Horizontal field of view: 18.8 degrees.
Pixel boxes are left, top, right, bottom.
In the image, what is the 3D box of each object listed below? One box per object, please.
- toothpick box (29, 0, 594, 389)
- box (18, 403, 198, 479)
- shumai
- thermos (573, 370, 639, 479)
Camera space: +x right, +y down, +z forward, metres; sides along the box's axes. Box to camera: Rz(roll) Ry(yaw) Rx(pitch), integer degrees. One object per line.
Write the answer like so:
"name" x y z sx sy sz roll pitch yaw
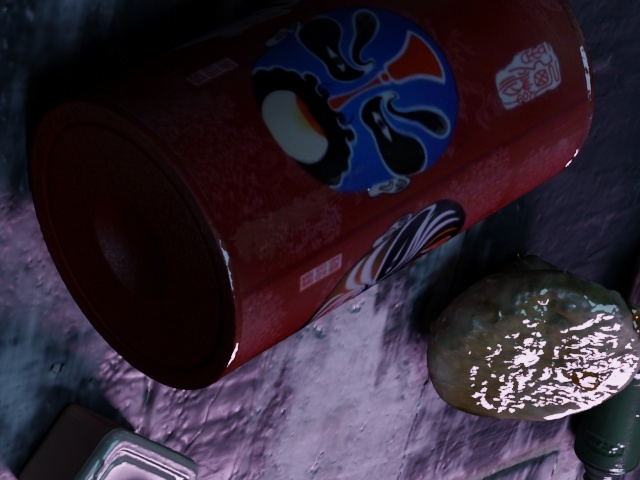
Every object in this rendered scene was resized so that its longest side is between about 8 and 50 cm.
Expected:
"toothpick box" 0.000 -0.064 1.283 0.333 0.204 0.204 -31 138 -35
"box" -0.156 0.173 1.401 0.089 0.062 0.122 -56 147 -2
"shumai" 0.190 0.069 1.698 0.201 0.120 0.201 0 138 0
"thermos" 0.300 0.168 1.957 0.073 0.083 0.187 3 123 -11
